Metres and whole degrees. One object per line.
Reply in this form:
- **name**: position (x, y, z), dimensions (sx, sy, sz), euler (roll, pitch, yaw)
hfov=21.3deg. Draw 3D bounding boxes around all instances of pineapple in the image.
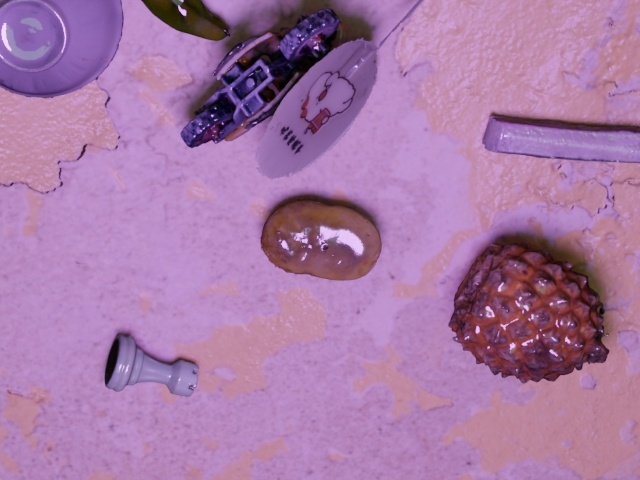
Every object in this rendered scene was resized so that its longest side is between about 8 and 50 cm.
- **pineapple**: position (0.250, 0.094, 1.947), dimensions (0.193, 0.166, 0.166), euler (29, 108, -11)

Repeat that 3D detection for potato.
- **potato**: position (0.000, 0.000, 1.945), dimensions (0.138, 0.070, 0.092), euler (10, 106, -7)

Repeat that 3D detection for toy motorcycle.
- **toy motorcycle**: position (-0.052, -0.175, 1.858), dimensions (0.229, 0.130, 0.094), euler (-39, 85, 27)

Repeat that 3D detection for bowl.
- **bowl**: position (-0.311, -0.231, 1.837), dimensions (0.189, 0.086, 0.189), euler (0, 112, -1)

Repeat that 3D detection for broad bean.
- **broad bean**: position (-0.182, -0.279, 1.842), dimensions (0.061, 0.046, 0.195), euler (-36, 107, 15)

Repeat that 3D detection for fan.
- **fan**: position (0.044, -0.193, 1.847), dimensions (0.009, 0.191, 0.329), euler (41, 88, 21)

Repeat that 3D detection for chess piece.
- **chess piece**: position (-0.199, 0.155, 2.010), dimensions (0.103, 0.067, 0.067), euler (16, 111, -17)

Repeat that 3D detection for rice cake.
- **rice cake**: position (0.287, -0.113, 1.927), dimensions (0.206, 0.036, 0.047), euler (3, 100, -2)
